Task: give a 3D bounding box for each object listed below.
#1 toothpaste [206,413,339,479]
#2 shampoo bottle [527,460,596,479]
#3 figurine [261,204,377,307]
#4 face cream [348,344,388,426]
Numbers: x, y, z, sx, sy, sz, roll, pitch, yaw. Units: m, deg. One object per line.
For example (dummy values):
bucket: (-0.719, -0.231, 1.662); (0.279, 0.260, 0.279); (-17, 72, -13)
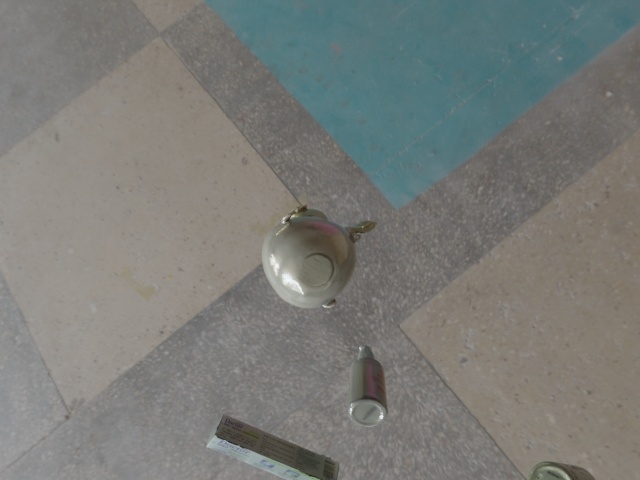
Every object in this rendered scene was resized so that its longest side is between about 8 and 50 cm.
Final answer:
toothpaste: (-0.118, 0.548, 1.152); (0.336, 0.081, 0.067); (27, 38, -9)
shampoo bottle: (0.480, 0.478, 0.873); (0.085, 0.262, 0.085); (-20, 56, 33)
figurine: (0.000, 0.000, 1.071); (0.274, 0.394, 0.227); (-19, 106, 0)
face cream: (0.127, 0.376, 1.227); (0.101, 0.252, 0.101); (2, 115, 4)
